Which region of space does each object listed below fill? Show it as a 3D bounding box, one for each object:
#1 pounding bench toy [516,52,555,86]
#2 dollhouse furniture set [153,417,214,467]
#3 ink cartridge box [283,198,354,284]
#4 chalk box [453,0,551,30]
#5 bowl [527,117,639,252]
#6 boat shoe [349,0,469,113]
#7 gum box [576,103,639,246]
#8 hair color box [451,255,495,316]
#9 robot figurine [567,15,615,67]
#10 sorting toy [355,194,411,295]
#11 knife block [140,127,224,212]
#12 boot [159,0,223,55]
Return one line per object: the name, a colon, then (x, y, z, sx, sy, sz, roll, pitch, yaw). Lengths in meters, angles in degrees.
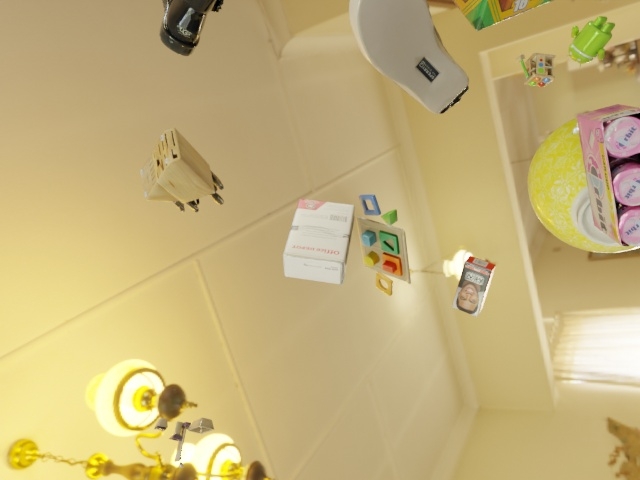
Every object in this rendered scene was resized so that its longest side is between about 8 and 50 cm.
pounding bench toy: (0.509, -0.406, 1.275, 0.052, 0.083, 0.065, 120, 156, -82)
dollhouse furniture set: (-0.262, 0.382, 1.013, 0.091, 0.114, 0.081, 24, -126, -26)
ink cartridge box: (0.000, 0.000, 1.412, 0.218, 0.158, 0.092, -76, -9, -45)
chalk box: (0.319, -0.539, 0.878, 0.289, 0.180, 0.179, 83, 162, -67)
bowl: (0.532, -0.080, 0.977, 0.290, 0.289, 0.156, 65, -148, -24)
boat shoe: (0.125, -0.349, 0.916, 0.340, 0.127, 0.158, 30, -159, -52)
gum box: (0.425, -0.090, 0.757, 0.107, 0.062, 0.189, -65, -40, -70)
hair color box: (0.391, 0.117, 1.361, 0.043, 0.072, 0.141, -34, -42, -52)
robot figurine: (0.645, -0.476, 1.275, 0.067, 0.115, 0.101, -21, -116, -39)
sorting toy: (0.174, 0.032, 1.547, 0.047, 0.196, 0.348, -33, -54, -30)
knife block: (-0.320, -0.166, 1.367, 0.242, 0.275, 0.088, -2, -113, -37)
boot: (-0.201, -0.470, 0.934, 0.094, 0.207, 0.247, 22, -136, -31)
